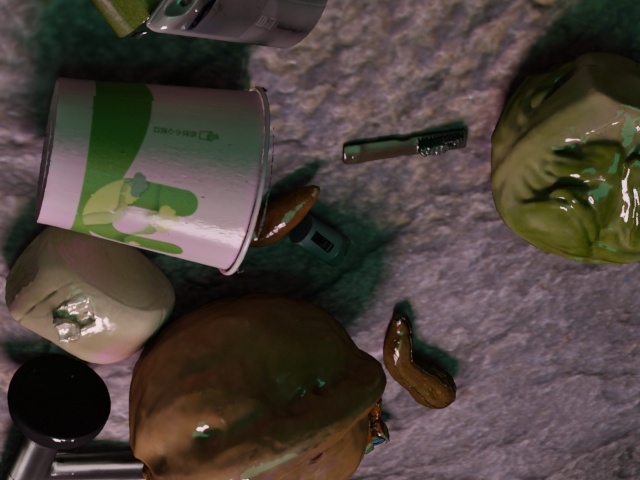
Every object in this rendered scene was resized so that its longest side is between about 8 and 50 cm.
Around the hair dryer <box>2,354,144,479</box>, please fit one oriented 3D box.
[{"bbox_3d":[-0.373,0.309,2.034,0.284,0.156,0.320,-18,149,-31],"label":"hair dryer"}]

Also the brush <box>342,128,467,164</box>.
[{"bbox_3d":[0.126,-0.132,1.859,0.190,0.027,0.034,-8,128,-12],"label":"brush"}]

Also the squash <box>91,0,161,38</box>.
[{"bbox_3d":[-0.216,-0.329,1.496,0.123,0.170,0.170,39,109,-25],"label":"squash"}]

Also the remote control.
[{"bbox_3d":[-0.085,-0.278,1.550,0.109,0.055,0.313,-48,164,22],"label":"remote control"}]

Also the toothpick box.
[{"bbox_3d":[0.000,0.000,1.909,0.083,0.052,0.052,31,113,-35],"label":"toothpick box"}]

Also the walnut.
[{"bbox_3d":[-0.104,0.252,1.903,0.383,0.384,0.384,-10,131,-11],"label":"walnut"}]

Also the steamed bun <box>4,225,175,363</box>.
[{"bbox_3d":[-0.321,0.092,1.806,0.238,0.153,0.170,32,114,-34],"label":"steamed bun"}]

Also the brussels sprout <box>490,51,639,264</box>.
[{"bbox_3d":[0.405,-0.107,1.838,0.328,0.247,0.328,-11,135,-12],"label":"brussels sprout"}]

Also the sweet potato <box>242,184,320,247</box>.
[{"bbox_3d":[-0.082,-0.020,1.862,0.202,0.055,0.058,-31,95,10],"label":"sweet potato"}]

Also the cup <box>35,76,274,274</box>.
[{"bbox_3d":[-0.220,-0.099,1.642,0.274,0.253,0.253,10,125,-16],"label":"cup"}]

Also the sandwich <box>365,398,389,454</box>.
[{"bbox_3d":[0.026,0.312,2.158,0.235,0.079,0.159,27,116,-34],"label":"sandwich"}]

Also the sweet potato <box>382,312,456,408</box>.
[{"bbox_3d":[0.155,0.209,2.133,0.081,0.062,0.233,-40,128,-5],"label":"sweet potato"}]
